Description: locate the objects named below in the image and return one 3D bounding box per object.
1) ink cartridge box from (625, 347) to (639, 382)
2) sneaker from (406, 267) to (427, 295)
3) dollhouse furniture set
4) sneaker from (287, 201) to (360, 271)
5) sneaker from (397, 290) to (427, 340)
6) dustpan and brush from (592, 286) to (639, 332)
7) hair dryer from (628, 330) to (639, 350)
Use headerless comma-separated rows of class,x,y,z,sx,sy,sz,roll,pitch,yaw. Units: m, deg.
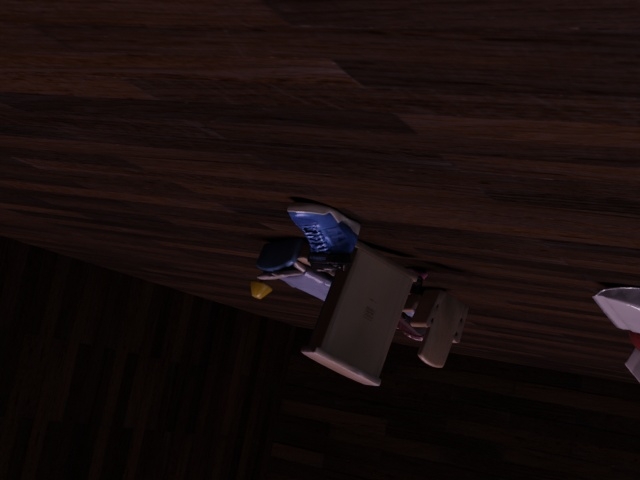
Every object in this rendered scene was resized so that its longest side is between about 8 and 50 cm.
ink cartridge box,0.760,0.298,1.898,0.296,0.066,0.261,6,-148,-28
sneaker,0.162,0.083,1.871,0.047,0.057,0.119,9,173,-6
dollhouse furniture set,0.036,0.146,1.777,0.286,0.198,0.303,30,162,-26
sneaker,0.001,0.000,1.421,0.058,0.085,0.152,6,170,32
sneaker,0.142,0.141,2.138,0.162,0.106,0.281,18,171,-20
dustpan and brush,0.546,0.108,1.566,0.211,0.060,0.147,13,162,39
hair dryer,0.654,0.169,1.769,0.223,0.080,0.293,5,-175,20
